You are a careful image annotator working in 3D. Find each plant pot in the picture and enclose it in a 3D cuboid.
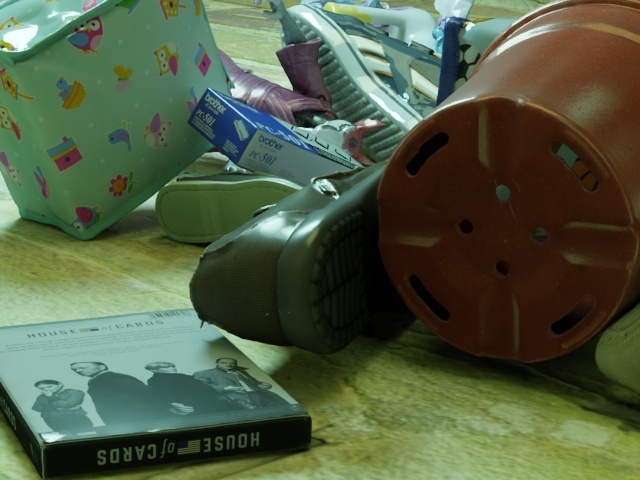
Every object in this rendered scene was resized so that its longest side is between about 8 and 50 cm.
[{"bbox_3d":[0.186,-0.042,1.188,0.272,0.272,0.265,9,20,25],"label":"plant pot"}]

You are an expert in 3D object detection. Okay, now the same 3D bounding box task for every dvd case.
[{"bbox_3d":[-0.133,0.099,1.044,0.179,0.030,0.238,-4,15,-23],"label":"dvd case"}]

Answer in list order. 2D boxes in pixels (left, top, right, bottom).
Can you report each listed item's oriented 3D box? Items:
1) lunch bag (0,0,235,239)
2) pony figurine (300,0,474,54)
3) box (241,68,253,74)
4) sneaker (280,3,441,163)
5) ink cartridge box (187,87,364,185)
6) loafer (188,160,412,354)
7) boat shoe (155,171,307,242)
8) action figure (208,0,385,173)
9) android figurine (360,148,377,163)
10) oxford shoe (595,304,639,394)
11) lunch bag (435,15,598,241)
[{"bbox_3d":[-0.212,-0.164,1.530,0.262,0.223,0.160,-38,35,-30],"label":"lunch bag"},{"bbox_3d":[0.150,-0.304,2.279,0.363,0.303,0.351,-2,47,-28],"label":"pony figurine"},{"bbox_3d":[-0.157,-0.191,2.040,0.137,0.094,0.027,9,15,28],"label":"box"},{"bbox_3d":[0.080,-0.183,1.812,0.127,0.126,0.321,-25,56,-26],"label":"sneaker"},{"bbox_3d":[-0.032,-0.090,1.561,0.207,0.046,0.097,20,16,-48],"label":"ink cartridge box"},{"bbox_3d":[0.000,0.000,1.213,0.130,0.134,0.366,2,6,19],"label":"loafer"},{"bbox_3d":[-0.053,-0.029,1.449,0.227,0.081,0.068,9,20,34],"label":"boat shoe"},{"bbox_3d":[-0.097,-0.135,1.792,0.370,0.248,0.276,20,-24,17],"label":"action figure"},{"bbox_3d":[0.110,-0.141,1.969,0.273,0.056,0.248,-9,18,-33],"label":"android figurine"},{"bbox_3d":[0.358,0.038,1.148,0.146,0.140,0.397,8,13,41],"label":"oxford shoe"},{"bbox_3d":[0.323,-0.100,1.511,0.328,0.239,0.385,9,0,27],"label":"lunch bag"}]
